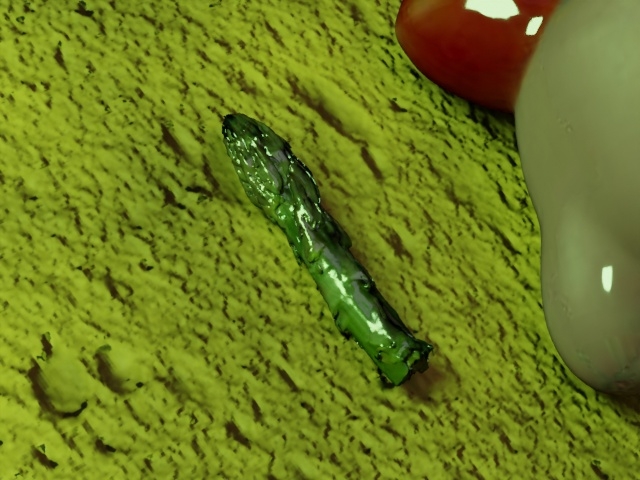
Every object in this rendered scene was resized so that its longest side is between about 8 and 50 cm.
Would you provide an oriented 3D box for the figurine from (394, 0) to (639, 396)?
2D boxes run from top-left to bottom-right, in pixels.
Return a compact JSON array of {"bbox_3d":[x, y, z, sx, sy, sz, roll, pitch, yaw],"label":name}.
[{"bbox_3d":[0.218,-0.070,0.968,0.211,0.269,0.261,-6,70,-41],"label":"figurine"}]

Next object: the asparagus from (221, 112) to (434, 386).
[{"bbox_3d":[0.000,0.000,0.918,0.036,0.030,0.165,-26,74,-31],"label":"asparagus"}]
